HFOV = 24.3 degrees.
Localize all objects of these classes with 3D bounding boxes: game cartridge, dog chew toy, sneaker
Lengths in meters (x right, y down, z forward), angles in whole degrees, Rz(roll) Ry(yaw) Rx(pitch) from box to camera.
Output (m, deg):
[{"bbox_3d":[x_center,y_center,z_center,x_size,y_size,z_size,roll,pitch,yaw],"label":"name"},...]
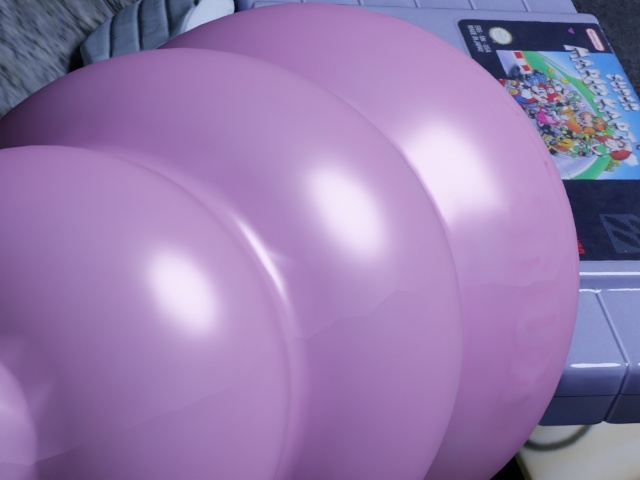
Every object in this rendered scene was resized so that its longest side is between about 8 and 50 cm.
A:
[{"bbox_3d":[0.084,-0.044,0.845,0.355,0.230,0.068,-105,-164,-45],"label":"game cartridge"},{"bbox_3d":[-0.034,0.025,0.490,0.206,0.206,0.332,52,21,7],"label":"dog chew toy"},{"bbox_3d":[-0.083,-0.077,0.849,0.258,0.094,0.091,-91,158,-62],"label":"sneaker"}]

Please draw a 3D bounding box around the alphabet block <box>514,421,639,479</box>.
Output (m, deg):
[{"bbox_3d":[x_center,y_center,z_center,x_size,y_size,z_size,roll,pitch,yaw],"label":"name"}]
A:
[{"bbox_3d":[0.200,0.066,0.979,0.193,0.197,0.192,48,17,-74],"label":"alphabet block"}]
